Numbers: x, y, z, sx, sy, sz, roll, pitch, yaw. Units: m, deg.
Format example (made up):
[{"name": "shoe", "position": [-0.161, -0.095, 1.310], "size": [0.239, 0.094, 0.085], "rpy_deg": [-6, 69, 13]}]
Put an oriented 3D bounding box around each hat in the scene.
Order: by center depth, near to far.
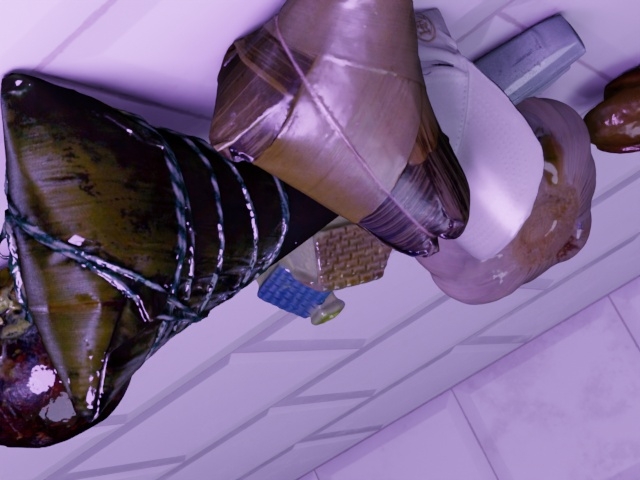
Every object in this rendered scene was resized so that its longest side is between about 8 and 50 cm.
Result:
[{"name": "hat", "position": [0.094, -0.089, 1.308], "size": [0.168, 0.301, 0.258], "rpy_deg": [-41, 174, -42]}]

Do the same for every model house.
[{"name": "model house", "position": [0.000, 0.000, 1.511], "size": [0.195, 0.189, 0.214], "rpy_deg": [-10, 154, -34]}]

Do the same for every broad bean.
[{"name": "broad bean", "position": [0.497, -0.201, 1.733], "size": [0.229, 0.122, 0.156], "rpy_deg": [-13, -176, -18]}]

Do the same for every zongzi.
[{"name": "zongzi", "position": [0.085, -0.158, 1.111], "size": [0.289, 0.154, 0.317], "rpy_deg": [29, 121, -23]}, {"name": "zongzi", "position": [-0.132, -0.019, 1.174], "size": [0.362, 0.319, 0.383], "rpy_deg": [-12, 180, 4]}]

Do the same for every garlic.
[{"name": "garlic", "position": [0.252, -0.062, 1.597], "size": [0.322, 0.241, 0.322], "rpy_deg": [-13, 149, -8]}]

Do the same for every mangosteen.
[{"name": "mangosteen", "position": [-0.352, 0.115, 1.353], "size": [0.231, 0.231, 0.289], "rpy_deg": [-25, 133, -3]}]

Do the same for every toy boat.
[{"name": "toy boat", "position": [0.215, -0.188, 1.455], "size": [0.260, 0.078, 0.085], "rpy_deg": [-33, 146, 12]}]
